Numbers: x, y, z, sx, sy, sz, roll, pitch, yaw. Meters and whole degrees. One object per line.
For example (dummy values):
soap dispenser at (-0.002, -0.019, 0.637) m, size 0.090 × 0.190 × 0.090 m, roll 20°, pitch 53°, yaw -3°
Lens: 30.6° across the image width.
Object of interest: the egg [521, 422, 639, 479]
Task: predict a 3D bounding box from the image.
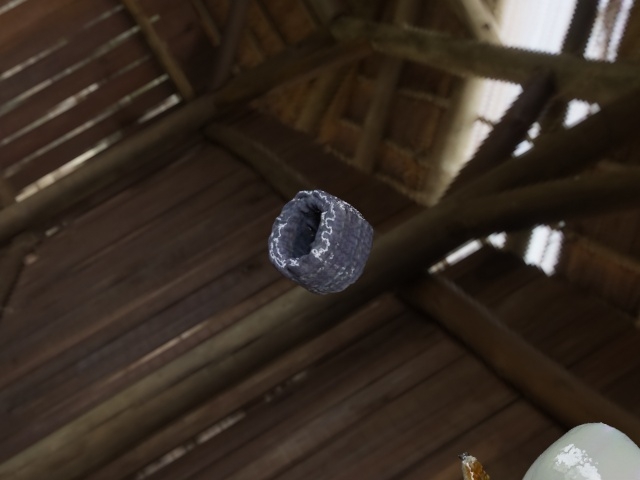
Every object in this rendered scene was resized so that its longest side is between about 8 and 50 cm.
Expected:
egg at (0.462, 0.512, 2.101) m, size 0.337 × 0.201 × 0.337 m, roll 24°, pitch -60°, yaw 51°

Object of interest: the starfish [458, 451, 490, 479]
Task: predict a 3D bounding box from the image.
starfish at (0.324, 0.519, 1.671) m, size 0.398 × 0.384 × 0.132 m, roll 13°, pitch 5°, yaw -33°

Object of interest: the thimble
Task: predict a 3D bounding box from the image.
thimble at (-0.001, 0.002, 1.755) m, size 0.098 × 0.150 × 0.150 m, roll 33°, pitch 11°, yaw -38°
